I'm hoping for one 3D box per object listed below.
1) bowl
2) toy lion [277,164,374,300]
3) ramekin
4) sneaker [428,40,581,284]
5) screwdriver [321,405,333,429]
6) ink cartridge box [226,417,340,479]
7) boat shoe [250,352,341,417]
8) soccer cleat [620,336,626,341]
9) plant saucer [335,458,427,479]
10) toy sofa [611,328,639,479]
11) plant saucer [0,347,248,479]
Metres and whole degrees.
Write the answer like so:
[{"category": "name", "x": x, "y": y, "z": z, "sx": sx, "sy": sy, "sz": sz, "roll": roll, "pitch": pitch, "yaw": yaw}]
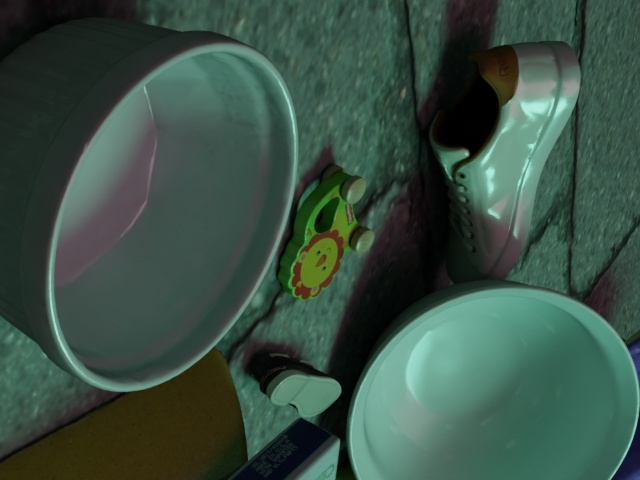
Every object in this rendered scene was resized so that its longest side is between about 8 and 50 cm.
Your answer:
[{"category": "bowl", "x": 0.161, "y": 0.155, "z": 1.163, "sx": 0.134, "sy": 0.298, "sz": 0.298, "roll": -113, "pitch": -147, "yaw": -66}, {"category": "toy lion", "x": 0.000, "y": 0.000, "z": 0.952, "sx": 0.096, "sy": 0.034, "sz": 0.100, "roll": -41, "pitch": 143, "yaw": -26}, {"category": "ramekin", "x": -0.116, "y": -0.029, "z": 0.648, "sx": 0.207, "sy": 0.109, "sz": 0.207, "roll": -40, "pitch": 142, "yaw": -41}, {"category": "sneaker", "x": 0.147, "y": -0.068, "z": 1.112, "sx": 0.123, "sy": 0.106, "sz": 0.290, "roll": -3, "pitch": 128, "yaw": -20}, {"category": "screwdriver", "x": -0.023, "y": 0.240, "z": 1.104, "sx": 0.025, "sy": 0.024, "sz": 0.170, "roll": 121, "pitch": -7, "yaw": -75}, {"category": "ink cartridge box", "x": -0.072, "y": 0.276, "z": 0.847, "sx": 0.223, "sy": 0.045, "sz": 0.224, "roll": -35, "pitch": 140, "yaw": -43}, {"category": "boat shoe", "x": -0.022, "y": 0.126, "z": 0.996, "sx": 0.046, "sy": 0.038, "sz": 0.125, "roll": -49, "pitch": 152, "yaw": 8}, {"category": "soccer cleat", "x": 0.430, "y": 0.291, "z": 1.830, "sx": 0.143, "sy": 0.116, "sz": 0.331, "roll": -31, "pitch": 133, "yaw": -29}, {"category": "plant saucer", "x": 0.045, "y": 0.321, "z": 1.209, "sx": 0.188, "sy": 0.045, "sz": 0.188, "roll": -12, "pitch": 121, "yaw": -44}, {"category": "toy sofa", "x": 0.414, "y": 0.279, "z": 1.618, "sx": 0.362, "sy": 0.150, "sz": 0.177, "roll": -23, "pitch": 127, "yaw": -27}, {"category": "plant saucer", "x": -0.166, "y": 0.287, "z": 0.827, "sx": 0.332, "sy": 0.081, "sz": 0.333, "roll": -26, "pitch": 132, "yaw": -49}]
